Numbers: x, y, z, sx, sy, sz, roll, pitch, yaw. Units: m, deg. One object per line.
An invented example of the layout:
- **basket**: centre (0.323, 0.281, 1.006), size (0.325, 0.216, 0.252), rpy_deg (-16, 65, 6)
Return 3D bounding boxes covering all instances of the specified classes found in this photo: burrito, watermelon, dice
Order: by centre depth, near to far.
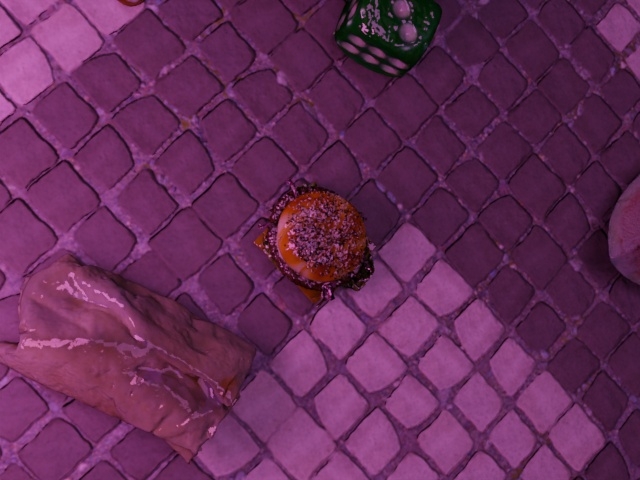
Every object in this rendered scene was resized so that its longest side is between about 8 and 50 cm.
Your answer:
- **burrito**: centre (-0.265, 0.153, 1.378), size (0.332, 0.135, 0.190), rpy_deg (28, 82, -10)
- **dice**: centre (0.101, -0.333, 1.568), size (0.128, 0.131, 0.120), rpy_deg (27, 77, -15)
- **watermelon**: centre (0.621, -0.015, 1.692), size (0.260, 0.176, 0.256), rpy_deg (35, 80, -35)

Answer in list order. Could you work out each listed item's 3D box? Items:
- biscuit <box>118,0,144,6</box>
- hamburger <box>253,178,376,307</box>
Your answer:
- **biscuit**: centre (-0.213, -0.488, 1.525), size (0.301, 0.049, 0.197), rpy_deg (-32, 96, -21)
- **hamburger**: centre (0.004, 0.001, 1.509), size (0.189, 0.093, 0.164), rpy_deg (36, 73, -13)
